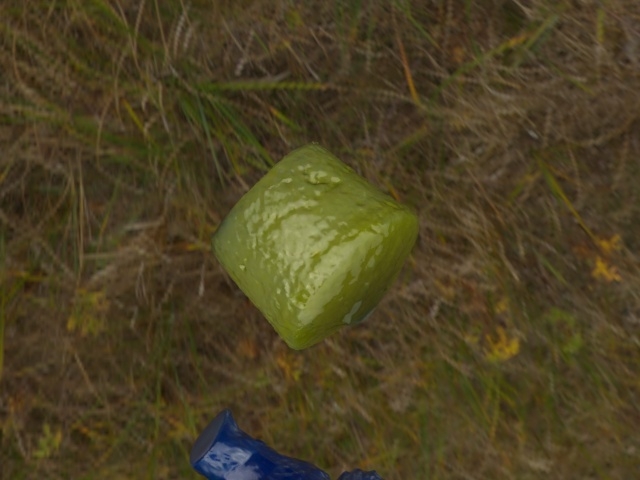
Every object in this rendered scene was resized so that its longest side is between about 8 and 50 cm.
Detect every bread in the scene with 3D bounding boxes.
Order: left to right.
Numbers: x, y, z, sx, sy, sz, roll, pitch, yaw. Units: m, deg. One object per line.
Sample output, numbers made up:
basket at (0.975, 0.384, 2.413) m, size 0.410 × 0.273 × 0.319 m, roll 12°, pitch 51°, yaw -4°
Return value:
bread at (0.000, 0.000, 0.977) m, size 0.114 × 0.129 × 0.111 m, roll 41°, pitch 132°, yaw 15°

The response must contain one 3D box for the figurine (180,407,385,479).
figurine at (-0.008, 0.244, 1.053) m, size 0.262 × 0.120 × 0.164 m, roll 26°, pitch 81°, yaw -20°
